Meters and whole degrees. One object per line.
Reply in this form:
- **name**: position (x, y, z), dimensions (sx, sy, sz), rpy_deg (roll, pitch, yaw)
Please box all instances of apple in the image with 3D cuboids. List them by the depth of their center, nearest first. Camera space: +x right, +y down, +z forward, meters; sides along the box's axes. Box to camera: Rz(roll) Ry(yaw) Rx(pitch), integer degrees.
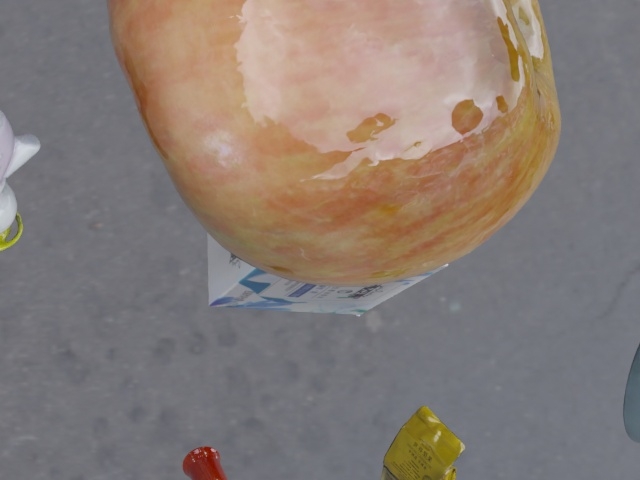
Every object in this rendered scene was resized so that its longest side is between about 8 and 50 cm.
- **apple**: position (0.021, -0.155, 1.300), dimensions (0.391, 0.346, 0.391), rpy_deg (-15, 90, -79)

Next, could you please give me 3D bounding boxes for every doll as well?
- **doll**: position (-0.312, -0.062, 1.359), dimensions (0.129, 0.081, 0.207), rpy_deg (-10, 136, -6)

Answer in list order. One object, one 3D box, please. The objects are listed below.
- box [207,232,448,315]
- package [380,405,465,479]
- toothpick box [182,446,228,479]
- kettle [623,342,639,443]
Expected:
- **box**: position (0.000, 0.002, 1.752), dimensions (0.203, 0.274, 0.116), rpy_deg (3, 75, -20)
- **package**: position (0.105, 0.239, 1.588), dimensions (0.047, 0.131, 0.071), rpy_deg (-31, 62, -27)
- **toothpick box**: position (-0.125, 0.278, 1.736), dimensions (0.047, 0.083, 0.047), rpy_deg (-11, 124, -17)
- **kettle**: position (0.463, 0.145, 1.535), dimensions (0.210, 0.243, 0.160), rpy_deg (-55, 142, -26)
